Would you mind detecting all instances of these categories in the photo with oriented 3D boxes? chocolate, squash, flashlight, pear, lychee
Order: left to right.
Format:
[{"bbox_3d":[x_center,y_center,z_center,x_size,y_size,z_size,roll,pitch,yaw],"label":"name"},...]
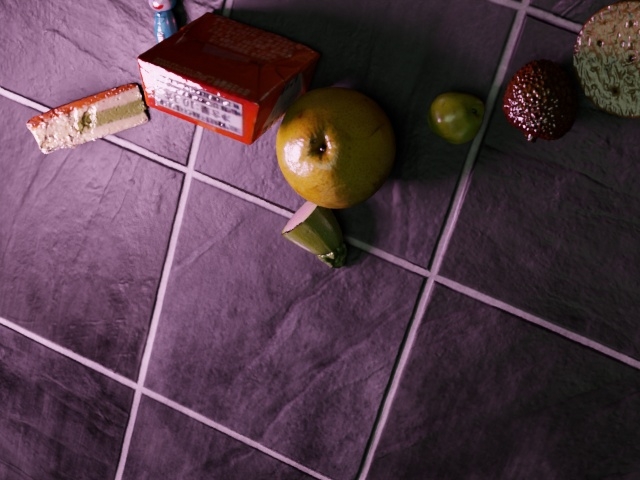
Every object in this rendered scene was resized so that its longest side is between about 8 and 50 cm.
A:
[{"bbox_3d":[-0.277,-0.391,2.145,0.051,0.051,0.129,3,115,23],"label":"flashlight"},{"bbox_3d":[-0.157,-0.277,2.029,0.237,0.235,0.108,23,127,15],"label":"chocolate"},{"bbox_3d":[0.008,-0.003,2.140,0.105,0.105,0.132,-37,104,30],"label":"squash"},{"bbox_3d":[0.022,-0.155,2.009,0.208,0.209,0.209,8,111,21],"label":"pear"},{"bbox_3d":[0.224,-0.205,1.967,0.097,0.092,0.092,-35,92,30],"label":"pear"},{"bbox_3d":[0.347,-0.221,1.887,0.123,0.123,0.129,2,110,23],"label":"lychee"}]

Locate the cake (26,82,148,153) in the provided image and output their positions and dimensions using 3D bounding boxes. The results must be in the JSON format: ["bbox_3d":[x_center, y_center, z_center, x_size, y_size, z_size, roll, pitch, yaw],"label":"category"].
[{"bbox_3d":[-0.441,-0.233,2.275,0.220,0.117,0.086,-21,104,-5],"label":"cake"}]

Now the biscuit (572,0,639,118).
[{"bbox_3d":[0.487,-0.283,1.857,0.187,0.027,0.188,8,111,22],"label":"biscuit"}]
